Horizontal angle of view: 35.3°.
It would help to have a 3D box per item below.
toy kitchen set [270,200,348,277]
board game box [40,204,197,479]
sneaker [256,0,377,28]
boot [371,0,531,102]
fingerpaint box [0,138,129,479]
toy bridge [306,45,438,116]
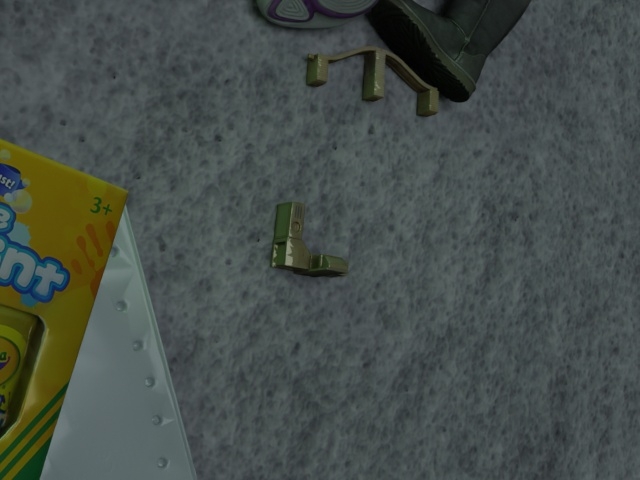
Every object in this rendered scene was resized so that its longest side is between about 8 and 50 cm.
[{"bbox_3d":[0.000,0.000,1.127,0.083,0.068,0.075,12,79,-32],"label":"toy kitchen set"},{"bbox_3d":[-0.317,0.181,0.912,0.390,0.050,0.390,-16,94,-33],"label":"board game box"},{"bbox_3d":[0.039,-0.359,1.178,0.305,0.152,0.114,-38,145,-12],"label":"sneaker"},{"bbox_3d":[0.173,-0.302,1.269,0.189,0.076,0.208,43,68,-28],"label":"boot"},{"bbox_3d":[-0.403,0.062,0.699,0.445,0.163,0.371,24,75,-37],"label":"fingerpaint box"},{"bbox_3d":[0.064,-0.200,1.214,0.188,0.026,0.063,11,77,-32],"label":"toy bridge"}]
